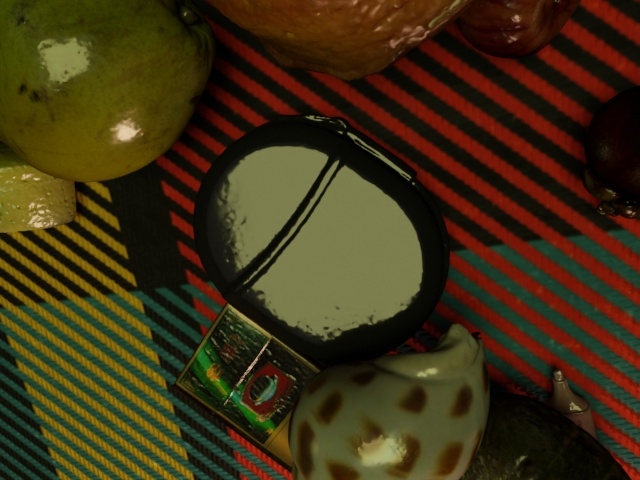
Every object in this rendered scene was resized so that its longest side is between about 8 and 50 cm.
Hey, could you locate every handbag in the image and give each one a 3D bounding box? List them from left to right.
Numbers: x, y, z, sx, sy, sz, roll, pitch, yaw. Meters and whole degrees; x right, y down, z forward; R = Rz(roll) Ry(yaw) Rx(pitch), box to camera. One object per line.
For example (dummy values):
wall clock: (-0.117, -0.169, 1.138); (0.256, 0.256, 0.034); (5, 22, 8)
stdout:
handbag: (0.000, 0.000, 0.540); (0.308, 0.093, 0.254); (36, 105, 1)

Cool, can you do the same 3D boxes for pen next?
pen: (0.311, 0.243, 0.573); (0.053, 0.032, 0.197); (-16, 102, 17)

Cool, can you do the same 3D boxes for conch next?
conch: (0.059, 0.199, 0.483); (0.274, 0.182, 0.149); (-33, 53, 30)

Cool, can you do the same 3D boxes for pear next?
pear: (-0.238, -0.176, 0.495); (0.269, 0.212, 0.213); (-16, 101, 23)

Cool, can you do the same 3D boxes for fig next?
fig: (0.169, -0.233, 0.437); (0.150, 0.128, 0.129); (-3, 105, 39)

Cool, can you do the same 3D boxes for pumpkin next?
pumpkin: (0.215, 0.309, 0.505); (0.260, 0.189, 0.261); (7, 101, 40)

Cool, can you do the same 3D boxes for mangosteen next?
mangosteen: (0.313, -0.077, 0.446); (0.139, 0.140, 0.140); (3, 106, 12)

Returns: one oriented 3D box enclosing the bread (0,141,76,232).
bread: (-0.397, -0.073, 0.617); (0.129, 0.111, 0.115); (6, 114, 16)

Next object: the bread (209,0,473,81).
bread: (0.015, -0.292, 0.388); (0.312, 0.172, 0.313); (0, 91, 38)

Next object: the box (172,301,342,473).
box: (-0.055, 0.195, 0.624); (0.240, 0.071, 0.159); (35, 111, 2)
